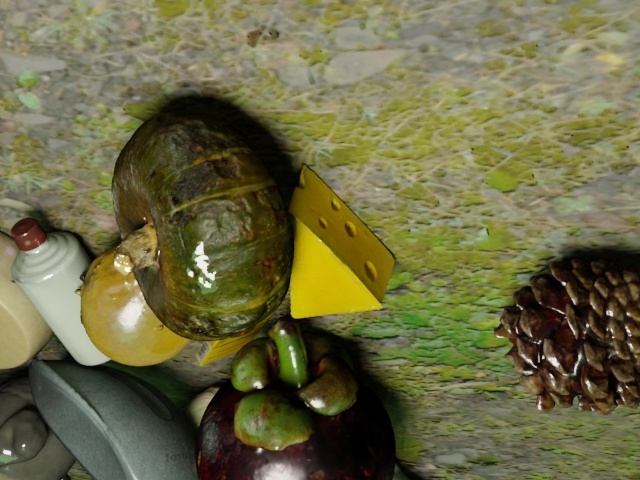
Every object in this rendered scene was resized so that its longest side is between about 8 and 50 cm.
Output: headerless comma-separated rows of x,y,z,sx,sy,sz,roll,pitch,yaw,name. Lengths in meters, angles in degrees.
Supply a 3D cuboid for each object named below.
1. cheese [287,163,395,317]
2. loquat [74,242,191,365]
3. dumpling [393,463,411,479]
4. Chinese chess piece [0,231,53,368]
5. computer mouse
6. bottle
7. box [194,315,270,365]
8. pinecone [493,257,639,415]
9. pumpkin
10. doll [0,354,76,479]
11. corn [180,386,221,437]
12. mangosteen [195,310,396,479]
0.000,0.000,0.986,0.126,0.093,0.171,-7,131,26,cheese
-0.230,0.083,1.108,0.204,0.149,0.172,-1,102,-7,loquat
0.109,0.494,1.364,0.212,0.270,0.320,-42,102,-3,dumpling
-0.532,0.085,1.255,0.273,0.102,0.273,11,137,11,Chinese chess piece
-0.289,0.271,1.222,0.374,0.203,0.114,40,102,25,computer mouse
-0.365,0.068,1.176,0.104,0.104,0.245,-3,132,22,bottle
-0.117,0.124,1.166,0.023,0.087,0.155,60,140,20,box
0.295,0.108,0.941,0.204,0.179,0.184,-14,113,44,pinecone
-0.148,-0.008,0.918,0.260,0.189,0.260,42,144,40,pumpkin
-0.585,0.306,1.401,0.378,0.252,0.382,35,128,-17,doll
-0.203,0.353,1.392,0.123,0.122,0.305,-10,148,-33,corn
-0.035,0.283,1.158,0.311,0.311,0.311,10,136,10,mangosteen
